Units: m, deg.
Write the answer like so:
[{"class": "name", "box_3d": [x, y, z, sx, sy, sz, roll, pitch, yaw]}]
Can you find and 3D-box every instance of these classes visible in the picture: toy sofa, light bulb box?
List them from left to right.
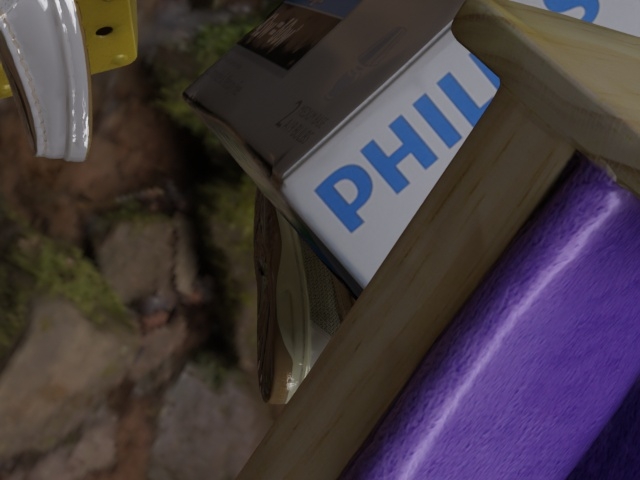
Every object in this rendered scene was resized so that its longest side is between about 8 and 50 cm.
[{"class": "toy sofa", "box_3d": [0.054, 0.111, 0.566, 0.150, 0.177, 0.362, 4, 126, -53]}, {"class": "light bulb box", "box_3d": [0.134, -0.007, 0.938, 0.225, 0.361, 0.358, -42, -163, -1]}]

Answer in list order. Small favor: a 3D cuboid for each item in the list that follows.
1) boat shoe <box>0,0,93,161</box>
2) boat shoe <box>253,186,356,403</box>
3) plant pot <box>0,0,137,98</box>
[{"class": "boat shoe", "box_3d": [-0.206, -0.171, 0.937, 0.096, 0.098, 0.277, -19, 100, -19]}, {"class": "boat shoe", "box_3d": [0.000, 0.000, 1.299, 0.109, 0.098, 0.302, 103, -12, -50]}, {"class": "plant pot", "box_3d": [-0.265, -0.255, 1.477, 0.212, 0.187, 0.212, -17, 159, -10]}]
